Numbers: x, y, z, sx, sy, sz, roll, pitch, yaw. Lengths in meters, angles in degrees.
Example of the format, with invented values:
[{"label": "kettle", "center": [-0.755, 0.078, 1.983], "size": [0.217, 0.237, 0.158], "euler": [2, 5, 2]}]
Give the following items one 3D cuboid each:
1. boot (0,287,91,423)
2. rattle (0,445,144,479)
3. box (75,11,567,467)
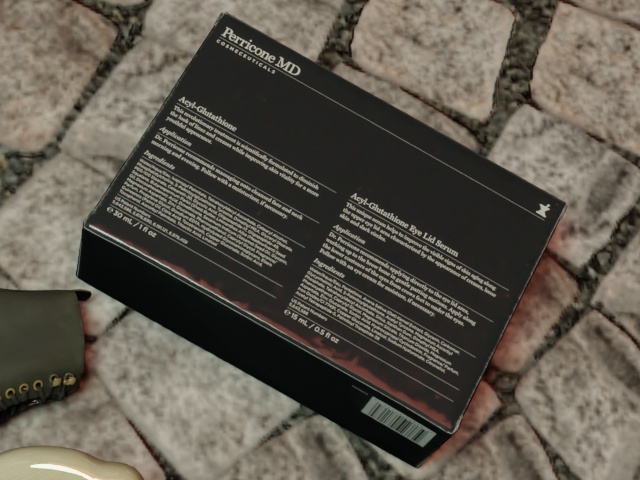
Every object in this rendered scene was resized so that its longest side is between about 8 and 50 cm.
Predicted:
[{"label": "boot", "center": [-0.204, 0.110, 0.967], "size": [0.137, 0.077, 0.198], "euler": [3, 68, -17]}, {"label": "rattle", "center": [-0.189, 0.171, 0.919], "size": [0.200, 0.143, 0.130], "euler": [-10, 111, 3]}, {"label": "box", "center": [0.000, 0.000, 1.043], "size": [0.261, 0.103, 0.184], "euler": [30, 67, 1]}]
